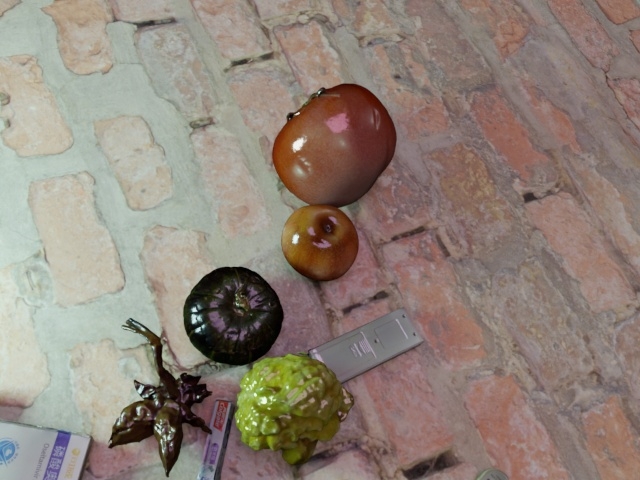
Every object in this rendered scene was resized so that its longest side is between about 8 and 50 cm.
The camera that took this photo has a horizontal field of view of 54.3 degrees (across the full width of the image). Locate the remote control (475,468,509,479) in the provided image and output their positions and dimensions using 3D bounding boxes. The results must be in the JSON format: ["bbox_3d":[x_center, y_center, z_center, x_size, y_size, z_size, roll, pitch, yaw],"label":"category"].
[{"bbox_3d":[0.349,0.611,1.417,0.221,0.042,0.078,-38,76,-26],"label":"remote control"}]

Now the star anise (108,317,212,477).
[{"bbox_3d":[-0.359,0.331,1.352,0.238,0.148,0.346,-15,77,-13],"label":"star anise"}]

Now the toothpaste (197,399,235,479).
[{"bbox_3d":[-0.230,0.454,1.377,0.040,0.047,0.196,5,62,9],"label":"toothpaste"}]

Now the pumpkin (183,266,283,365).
[{"bbox_3d":[-0.203,0.173,1.454,0.238,0.159,0.237,6,58,-10],"label":"pumpkin"}]

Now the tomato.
[{"bbox_3d":[0.051,-0.245,1.623,0.341,0.341,0.272,-42,90,-26],"label":"tomato"}]

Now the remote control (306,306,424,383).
[{"bbox_3d":[0.111,0.264,1.532,0.277,0.055,0.102,-21,70,-21],"label":"remote control"}]

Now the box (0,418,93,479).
[{"bbox_3d":[-0.601,0.547,1.240,0.200,0.065,0.343,11,63,-6],"label":"box"}]

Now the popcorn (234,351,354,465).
[{"bbox_3d":[-0.051,0.364,1.364,0.252,0.206,0.236,19,96,-21],"label":"popcorn"}]

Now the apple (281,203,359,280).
[{"bbox_3d":[0.000,0.000,1.579,0.201,0.162,0.201,4,62,-8],"label":"apple"}]
